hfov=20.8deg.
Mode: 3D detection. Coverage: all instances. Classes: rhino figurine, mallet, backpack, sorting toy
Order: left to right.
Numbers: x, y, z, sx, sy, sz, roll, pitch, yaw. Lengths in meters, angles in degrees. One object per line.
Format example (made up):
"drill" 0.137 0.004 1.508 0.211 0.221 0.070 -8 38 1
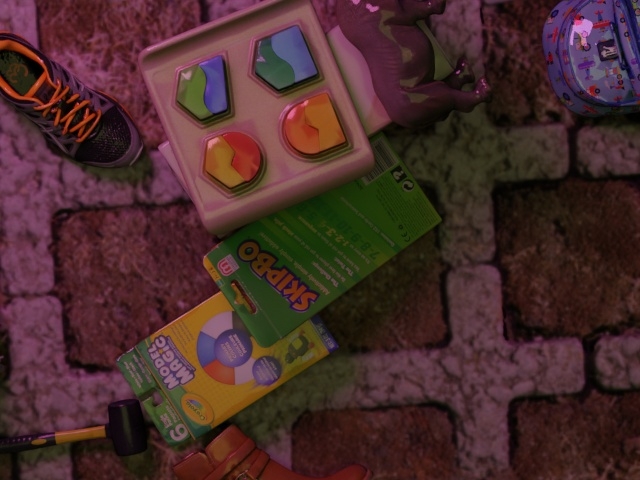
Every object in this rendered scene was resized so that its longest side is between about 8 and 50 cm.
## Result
"mallet" -0.289 0.211 1.945 0.190 0.039 0.062 -1 93 0
"sorting toy" -0.065 -0.133 1.800 0.193 0.038 0.208 -22 93 -3
"rhino figurine" 0.075 -0.226 1.789 0.106 0.073 0.243 -28 92 -5
"backpack" 0.339 -0.216 1.929 0.173 0.117 0.158 -11 92 0

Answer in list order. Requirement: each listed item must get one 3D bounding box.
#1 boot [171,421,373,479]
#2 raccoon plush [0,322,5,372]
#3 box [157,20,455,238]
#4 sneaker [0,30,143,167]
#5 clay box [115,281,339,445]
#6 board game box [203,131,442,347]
"boot" -0.055 0.265 1.944 0.197 0.073 0.152 -33 90 -5
"raccoon plush" -0.441 0.196 1.800 0.216 0.299 0.446 -6 93 -4
"box" -0.016 -0.138 1.894 0.311 0.148 0.121 -34 94 -1
"sneaker" -0.289 -0.150 1.906 0.215 0.083 0.084 35 88 -6
"clay box" -0.106 0.125 1.942 0.222 0.053 0.127 -33 93 -3
"board game box" 0.000 0.000 1.918 0.259 0.039 0.124 -36 94 -22
